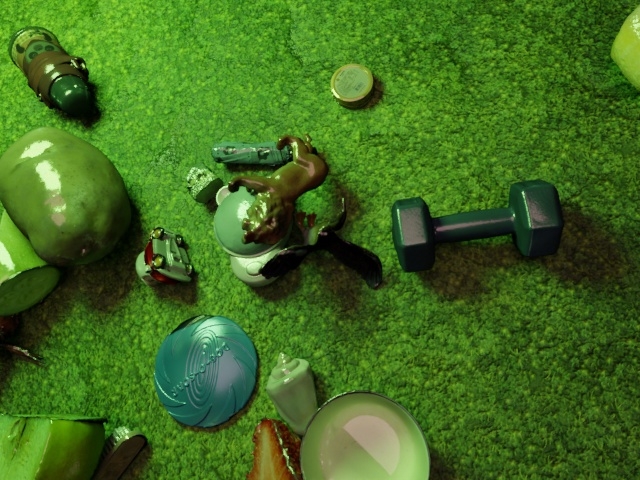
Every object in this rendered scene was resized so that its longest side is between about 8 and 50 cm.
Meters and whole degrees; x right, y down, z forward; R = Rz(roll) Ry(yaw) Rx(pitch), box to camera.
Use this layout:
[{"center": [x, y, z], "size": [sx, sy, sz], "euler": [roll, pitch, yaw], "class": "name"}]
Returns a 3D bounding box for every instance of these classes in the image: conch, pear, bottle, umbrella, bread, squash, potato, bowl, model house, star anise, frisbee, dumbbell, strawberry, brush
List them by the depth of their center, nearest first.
[{"center": [0.086, 0.404, 0.941], "size": [0.237, 0.126, 0.238], "euler": [-2, 75, 9], "class": "bowl"}, {"center": [-0.061, 0.480, 0.969], "size": [0.175, 0.106, 0.236], "euler": [3, 77, 47], "class": "strawberry"}, {"center": [-0.551, 0.469, 0.986], "size": [0.292, 0.159, 0.293], "euler": [-21, 54, 30], "class": "pear"}, {"center": [0.307, -0.030, 1.005], "size": [0.324, 0.144, 0.160], "euler": [-8, 73, 9], "class": "dumbbell"}, {"center": [0.710, -0.398, 1.009], "size": [0.197, 0.197, 0.171], "euler": [-29, 66, 2], "class": "bread"}, {"center": [-0.053, 0.317, 1.028], "size": [0.104, 0.094, 0.176], "euler": [-24, 100, -9], "class": "conch"}, {"center": [-0.496, 0.527, 1.055], "size": [0.065, 0.070, 0.328], "euler": [34, 85, 35], "class": "brush"}, {"center": [-0.255, 0.280, 1.081], "size": [0.241, 0.045, 0.242], "euler": [-2, 75, 8], "class": "frisbee"}, {"center": [-0.574, -0.097, 1.136], "size": [0.326, 0.221, 0.243], "euler": [48, 44, 12], "class": "potato"}, {"center": [-0.750, 0.028, 1.162], "size": [0.189, 0.189, 0.260], "euler": [-42, 77, -2], "class": "squash"}, {"center": [-0.734, 0.255, 1.175], "size": [0.158, 0.144, 0.140], "euler": [-55, 29, -13], "class": "star anise"}, {"center": [-0.133, -0.207, 1.176], "size": [0.250, 0.052, 0.053], "euler": [0, 41, 4], "class": "umbrella"}, {"center": [-0.286, -0.140, 1.181], "size": [0.079, 0.066, 0.083], "euler": [-45, 71, -5], "class": "model house"}, {"center": [-0.680, -0.432, 1.292], "size": [0.271, 0.143, 0.156], "euler": [46, 113, 20], "class": "bottle"}]

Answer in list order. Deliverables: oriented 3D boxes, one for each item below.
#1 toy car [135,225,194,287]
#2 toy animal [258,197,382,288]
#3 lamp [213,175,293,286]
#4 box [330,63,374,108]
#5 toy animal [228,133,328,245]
[{"center": [-0.368, 0.047, 1.137], "size": [0.112, 0.112, 0.139], "euler": [-30, 62, 18], "class": "toy car"}, {"center": [-0.006, -0.012, 1.031], "size": [0.160, 0.272, 0.197], "euler": [41, 126, 50], "class": "toy animal"}, {"center": [-0.150, -0.022, 1.105], "size": [0.179, 0.108, 0.246], "euler": [-11, 74, 12], "class": "lamp"}, {"center": [0.076, -0.369, 1.189], "size": [0.105, 0.037, 0.106], "euler": [-2, 75, 9], "class": "box"}, {"center": [-0.073, -0.113, 1.045], "size": [0.157, 0.097, 0.312], "euler": [42, 65, 9], "class": "toy animal"}]
